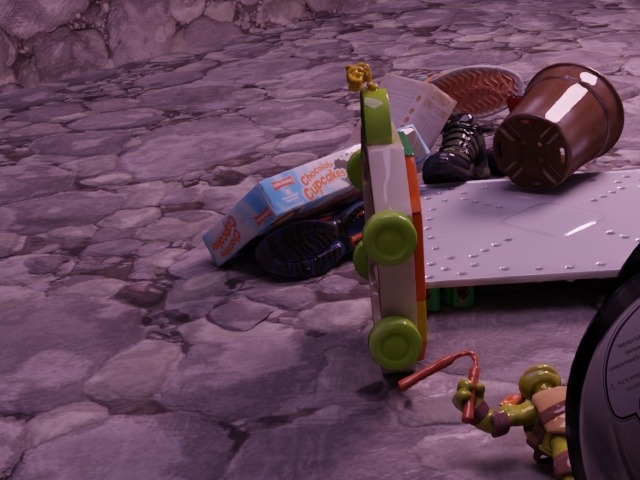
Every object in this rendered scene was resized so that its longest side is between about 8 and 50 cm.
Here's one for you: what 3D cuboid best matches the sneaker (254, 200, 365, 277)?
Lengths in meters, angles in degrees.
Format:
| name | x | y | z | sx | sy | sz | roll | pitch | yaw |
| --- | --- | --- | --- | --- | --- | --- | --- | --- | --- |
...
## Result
| name | x | y | z | sx | sy | sz | roll | pitch | yaw |
| --- | --- | --- | --- | --- | --- | --- | --- | --- | --- |
| sneaker | 0.000 | 0.000 | 1.554 | 0.221 | 0.083 | 0.087 | -16 | 6 | -30 |

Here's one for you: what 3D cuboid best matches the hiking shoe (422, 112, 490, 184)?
| name | x | y | z | sx | sy | sz | roll | pitch | yaw |
| --- | --- | --- | --- | --- | --- | --- | --- | --- | --- |
| hiking shoe | 0.217 | -0.150 | 1.757 | 0.086 | 0.114 | 0.227 | -3 | 3 | 21 |

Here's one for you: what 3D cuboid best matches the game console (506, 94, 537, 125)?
| name | x | y | z | sx | sy | sz | roll | pitch | yaw |
| --- | --- | --- | --- | --- | --- | --- | --- | --- | --- |
| game console | 0.446 | -0.249 | 2.061 | 0.144 | 0.124 | 0.085 | 7 | 51 | 32 |

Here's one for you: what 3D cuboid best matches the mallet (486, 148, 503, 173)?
| name | x | y | z | sx | sy | sz | roll | pitch | yaw |
| --- | --- | --- | --- | --- | --- | --- | --- | --- | --- |
| mallet | 0.362 | -0.152 | 1.899 | 0.190 | 0.039 | 0.062 | -15 | 22 | -33 |

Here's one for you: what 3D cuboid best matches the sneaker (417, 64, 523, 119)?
| name | x | y | z | sx | sy | sz | roll | pitch | yaw |
| --- | --- | --- | --- | --- | --- | --- | --- | --- | --- |
| sneaker | 0.259 | -0.293 | 2.157 | 0.302 | 0.108 | 0.121 | -9 | 14 | 19 |

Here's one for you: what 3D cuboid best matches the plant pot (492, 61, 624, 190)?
| name | x | y | z | sx | sy | sz | roll | pitch | yaw |
| --- | --- | --- | --- | --- | --- | --- | --- | --- | --- |
| plant pot | 0.352 | -0.163 | 1.631 | 0.167 | 0.167 | 0.165 | 8 | 32 | 33 |

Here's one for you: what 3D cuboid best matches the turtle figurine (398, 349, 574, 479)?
| name | x | y | z | sx | sy | sz | roll | pitch | yaw |
| --- | --- | --- | --- | --- | --- | --- | --- | --- | --- |
| turtle figurine | 0.220 | 0.177 | 0.994 | 0.270 | 0.087 | 0.217 | -2 | 27 | -13 |

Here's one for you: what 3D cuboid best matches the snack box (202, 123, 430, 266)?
| name | x | y | z | sx | sy | sz | roll | pitch | yaw |
| --- | --- | --- | --- | --- | --- | --- | --- | --- | --- |
| snack box | -0.004 | -0.069 | 1.609 | 0.322 | 0.060 | 0.187 | -24 | -9 | -39 |

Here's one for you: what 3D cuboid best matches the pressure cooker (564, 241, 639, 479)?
| name | x | y | z | sx | sy | sz | roll | pitch | yaw |
| --- | --- | --- | --- | --- | --- | --- | --- | --- | --- |
| pressure cooker | 0.379 | 0.118 | 0.714 | 0.420 | 0.369 | 0.375 | -25 | 38 | -39 |

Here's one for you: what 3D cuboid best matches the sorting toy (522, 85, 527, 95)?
| name | x | y | z | sx | sy | sz | roll | pitch | yaw |
| --- | --- | --- | --- | --- | --- | --- | --- | --- | --- |
| sorting toy | 0.436 | -0.278 | 2.210 | 0.083 | 0.045 | 0.075 | 6 | 43 | 30 |

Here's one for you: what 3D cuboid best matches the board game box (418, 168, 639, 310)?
| name | x | y | z | sx | sy | sz | roll | pitch | yaw |
| --- | --- | --- | --- | --- | --- | --- | --- | --- | --- |
| board game box | 0.324 | -0.009 | 1.504 | 0.390 | 0.050 | 0.390 | -4 | 21 | 6 |

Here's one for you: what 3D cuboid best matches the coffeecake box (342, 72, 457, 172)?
| name | x | y | z | sx | sy | sz | roll | pitch | yaw |
| --- | --- | --- | --- | --- | --- | --- | --- | --- | --- |
| coffeecake box | 0.125 | -0.180 | 1.822 | 0.068 | 0.185 | 0.142 | 30 | -1 | -34 |

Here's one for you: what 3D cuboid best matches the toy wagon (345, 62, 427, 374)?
| name | x | y | z | sx | sy | sz | roll | pitch | yaw |
| --- | --- | --- | --- | --- | --- | --- | --- | --- | --- |
| toy wagon | 0.072 | -0.027 | 1.203 | 0.068 | 0.344 | 0.267 | -4 | 21 | -1 |
